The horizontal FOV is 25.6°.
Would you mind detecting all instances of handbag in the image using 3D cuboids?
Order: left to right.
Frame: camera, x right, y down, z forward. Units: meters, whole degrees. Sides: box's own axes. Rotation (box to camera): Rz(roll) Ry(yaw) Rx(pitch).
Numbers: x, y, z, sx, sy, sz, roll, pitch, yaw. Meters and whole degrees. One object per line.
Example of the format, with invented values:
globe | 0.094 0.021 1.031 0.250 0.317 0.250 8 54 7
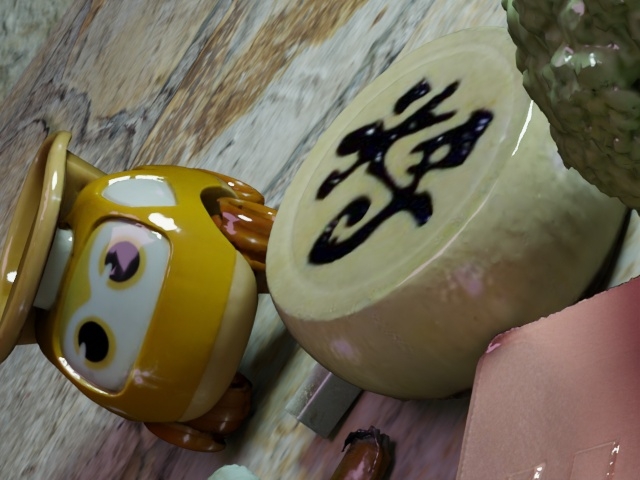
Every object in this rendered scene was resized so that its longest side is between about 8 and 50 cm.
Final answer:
handbag | 0.156 0.097 0.719 0.212 0.059 0.157 -30 34 48

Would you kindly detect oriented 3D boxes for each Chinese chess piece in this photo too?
Chinese chess piece | 0.079 -0.019 0.922 0.257 0.104 0.257 -37 30 26

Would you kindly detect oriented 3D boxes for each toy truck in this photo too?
toy truck | -0.153 0.031 1.167 0.288 0.211 0.204 -133 61 -68

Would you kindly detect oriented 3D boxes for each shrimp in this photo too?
shrimp | -0.022 0.173 0.980 0.166 0.049 0.161 -51 27 11

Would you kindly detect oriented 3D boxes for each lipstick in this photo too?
lipstick | 0.026 0.081 1.019 0.129 0.030 0.030 -54 23 -3

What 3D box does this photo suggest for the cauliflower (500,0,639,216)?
cauliflower | 0.220 -0.147 0.661 0.281 0.261 0.327 -18 -5 19
